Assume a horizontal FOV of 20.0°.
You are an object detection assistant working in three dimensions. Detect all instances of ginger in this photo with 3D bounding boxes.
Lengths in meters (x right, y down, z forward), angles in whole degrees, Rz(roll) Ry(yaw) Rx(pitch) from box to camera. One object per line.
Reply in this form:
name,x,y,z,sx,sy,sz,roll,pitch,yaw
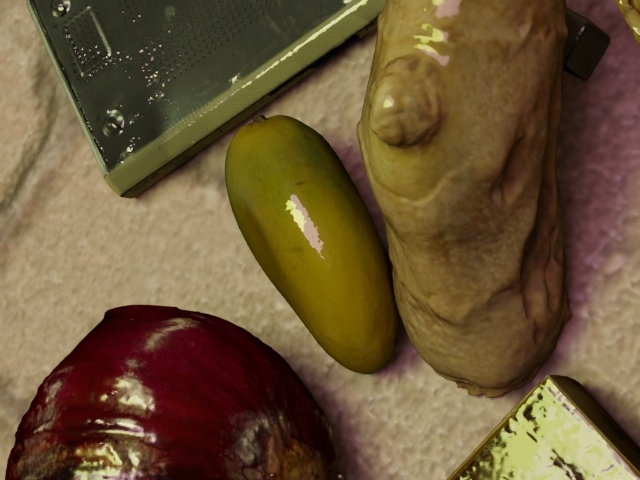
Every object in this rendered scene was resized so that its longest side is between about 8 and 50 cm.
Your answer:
ginger,0.096,-0.053,1.163,0.126,0.190,0.354,7,122,27

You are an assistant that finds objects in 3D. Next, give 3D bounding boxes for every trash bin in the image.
trash bin,0.146,-0.148,1.236,0.092,0.061,0.043,30,96,26

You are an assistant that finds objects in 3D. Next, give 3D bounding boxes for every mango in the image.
mango,-0.001,-0.003,1.255,0.085,0.122,0.191,-27,70,-19

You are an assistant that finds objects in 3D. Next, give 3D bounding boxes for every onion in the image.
onion,-0.110,0.144,1.222,0.216,0.207,0.206,-5,73,33

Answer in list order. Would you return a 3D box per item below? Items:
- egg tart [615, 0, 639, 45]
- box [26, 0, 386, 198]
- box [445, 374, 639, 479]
egg tart,0.360,-0.245,1.033,0.443,0.178,0.443,-8,67,19
box,-0.088,-0.184,1.374,0.270,0.045,0.211,-32,69,19
box,0.127,0.225,1.173,0.240,0.071,0.159,-47,61,14
